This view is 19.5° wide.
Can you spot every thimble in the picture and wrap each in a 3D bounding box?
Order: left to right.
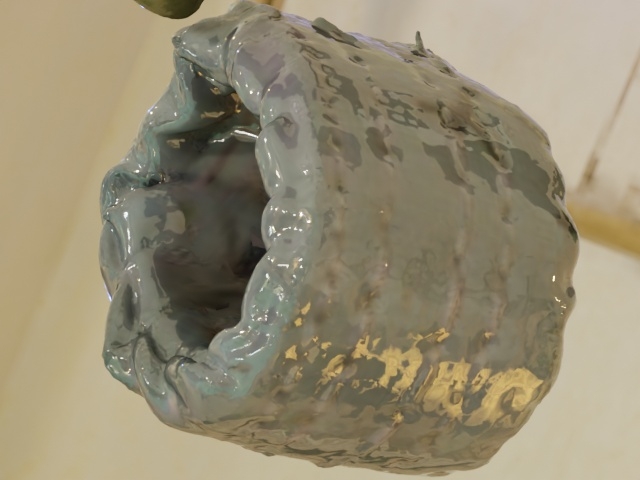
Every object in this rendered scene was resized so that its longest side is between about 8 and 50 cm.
[{"bbox_3d":[0.001,0.000,0.617,0.118,0.127,0.151,15,31,-29],"label":"thimble"}]

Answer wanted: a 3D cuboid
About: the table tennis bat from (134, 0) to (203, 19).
[{"bbox_3d":[-0.012,-0.142,0.495,0.138,0.022,0.246,27,-36,-5],"label":"table tennis bat"}]
